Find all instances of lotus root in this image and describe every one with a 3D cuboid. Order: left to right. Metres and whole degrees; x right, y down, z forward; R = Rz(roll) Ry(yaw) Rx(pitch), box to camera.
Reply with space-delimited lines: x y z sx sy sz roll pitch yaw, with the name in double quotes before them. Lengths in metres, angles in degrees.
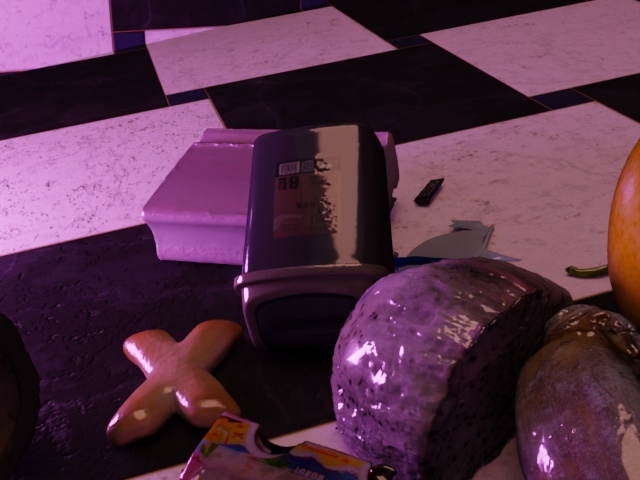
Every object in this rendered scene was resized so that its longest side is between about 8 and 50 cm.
"lotus root" 0.268 0.215 0.733 0.175 0.175 0.349 -5 37 5

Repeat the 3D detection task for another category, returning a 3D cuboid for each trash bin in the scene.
"trash bin" 0.000 0.000 1.106 0.210 0.182 0.290 -6 70 17

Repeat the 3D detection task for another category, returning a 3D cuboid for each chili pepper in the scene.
"chili pepper" 0.393 0.039 1.175 0.083 0.017 0.030 -5 27 6

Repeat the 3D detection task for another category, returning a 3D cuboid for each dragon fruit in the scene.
"dragon fruit" 0.128 0.113 0.912 0.283 0.203 0.221 -28 33 -34

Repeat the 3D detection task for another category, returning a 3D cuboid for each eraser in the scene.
"eraser" -0.073 -0.077 1.369 0.359 0.122 0.272 3 38 22

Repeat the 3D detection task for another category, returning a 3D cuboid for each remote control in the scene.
"remote control" 0.194 -0.086 1.459 0.034 0.016 0.091 -9 23 33

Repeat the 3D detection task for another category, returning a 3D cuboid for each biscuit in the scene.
"biscuit" -0.180 0.172 1.044 0.164 0.047 0.208 -8 28 -2

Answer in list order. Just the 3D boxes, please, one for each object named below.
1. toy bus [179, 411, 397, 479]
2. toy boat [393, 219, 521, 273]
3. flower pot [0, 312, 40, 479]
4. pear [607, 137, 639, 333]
"toy bus" -0.002 0.259 0.793 0.274 0.090 0.112 11 40 31
"toy boat" 0.206 0.015 1.225 0.221 0.066 0.291 2 27 19
"flower pot" -0.496 0.173 0.918 0.267 0.266 0.267 4 29 41
"pear" 0.476 0.030 0.829 0.363 0.362 0.418 -11 57 -6
